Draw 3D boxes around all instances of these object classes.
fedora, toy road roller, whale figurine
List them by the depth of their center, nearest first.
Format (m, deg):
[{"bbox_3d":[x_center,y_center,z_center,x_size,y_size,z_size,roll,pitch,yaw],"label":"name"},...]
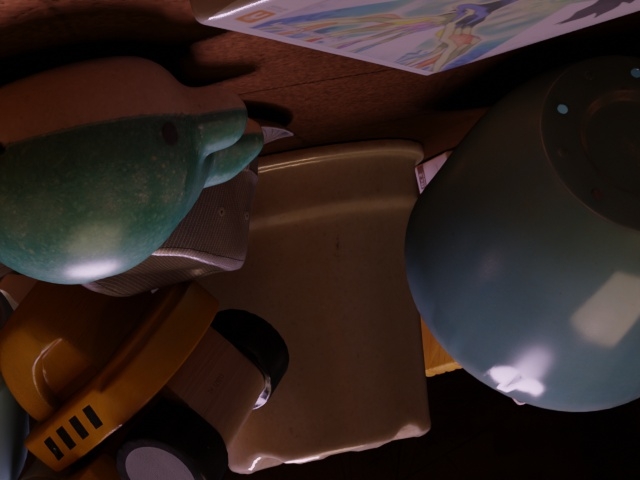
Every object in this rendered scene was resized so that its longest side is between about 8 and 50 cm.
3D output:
[{"bbox_3d":[-0.139,-0.042,1.137,0.216,0.141,0.272,-15,173,25],"label":"whale figurine"},{"bbox_3d":[-0.137,-0.023,1.400,0.244,0.124,0.275,-13,174,14],"label":"fedora"},{"bbox_3d":[-0.212,0.146,1.552,0.329,0.240,0.202,-38,-167,42],"label":"toy road roller"}]

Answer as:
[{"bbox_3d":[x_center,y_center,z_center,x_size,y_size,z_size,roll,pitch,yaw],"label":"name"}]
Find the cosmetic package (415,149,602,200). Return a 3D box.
[{"bbox_3d":[0.237,-0.055,1.886,0.231,0.117,0.085,-10,173,-28],"label":"cosmetic package"}]

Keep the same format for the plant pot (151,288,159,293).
[{"bbox_3d":[-0.118,0.114,2.195,0.252,0.248,0.247,-39,161,27],"label":"plant pot"}]

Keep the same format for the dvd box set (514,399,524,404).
[{"bbox_3d":[0.397,-0.004,1.809,0.420,0.062,0.307,-44,-176,-35],"label":"dvd box set"}]

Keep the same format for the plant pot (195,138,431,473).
[{"bbox_3d":[-0.021,0.081,1.732,0.334,0.305,0.334,-12,174,-1],"label":"plant pot"}]

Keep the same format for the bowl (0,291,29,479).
[{"bbox_3d":[-0.412,0.116,1.561,0.311,0.311,0.163,-7,138,-39],"label":"bowl"}]

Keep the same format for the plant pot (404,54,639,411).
[{"bbox_3d":[0.247,-0.027,1.447,0.293,0.293,0.235,-10,153,-20],"label":"plant pot"}]

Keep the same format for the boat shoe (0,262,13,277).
[{"bbox_3d":[-0.380,0.017,1.449,0.267,0.096,0.088,-10,169,-29],"label":"boat shoe"}]

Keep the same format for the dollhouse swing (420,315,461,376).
[{"bbox_3d":[0.339,0.065,2.480,0.305,0.315,0.347,12,165,-19],"label":"dollhouse swing"}]

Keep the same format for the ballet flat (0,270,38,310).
[{"bbox_3d":[-0.343,0.074,1.820,0.400,0.139,0.139,6,-174,36],"label":"ballet flat"}]

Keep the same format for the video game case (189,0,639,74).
[{"bbox_3d":[0.128,-0.170,0.986,0.300,0.036,0.329,-15,174,27],"label":"video game case"}]
